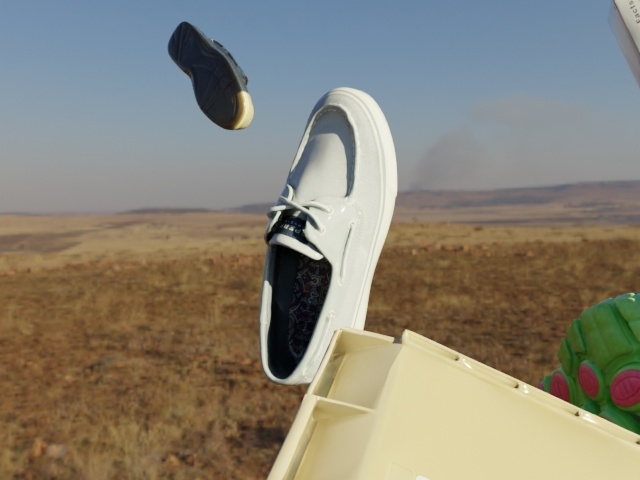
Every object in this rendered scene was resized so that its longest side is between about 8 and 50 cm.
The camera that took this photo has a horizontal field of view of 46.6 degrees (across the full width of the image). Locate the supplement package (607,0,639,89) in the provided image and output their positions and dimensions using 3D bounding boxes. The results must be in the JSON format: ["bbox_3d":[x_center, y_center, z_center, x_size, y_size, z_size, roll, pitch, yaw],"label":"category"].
[{"bbox_3d":[0.514,-0.296,0.948,0.244,0.139,0.134,-24,-6,18],"label":"supplement package"}]

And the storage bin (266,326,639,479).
[{"bbox_3d":[0.080,0.194,0.335,0.260,0.123,0.262,24,32,4],"label":"storage bin"}]

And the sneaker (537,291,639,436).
[{"bbox_3d":[0.379,0.164,0.821,0.202,0.185,0.483,-12,-20,-2],"label":"sneaker"}]

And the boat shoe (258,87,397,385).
[{"bbox_3d":[-0.001,0.000,0.545,0.079,0.227,0.081,12,9,30],"label":"boat shoe"}]

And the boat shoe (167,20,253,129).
[{"bbox_3d":[-0.088,-0.145,0.657,0.045,0.135,0.050,11,-51,-48],"label":"boat shoe"}]
